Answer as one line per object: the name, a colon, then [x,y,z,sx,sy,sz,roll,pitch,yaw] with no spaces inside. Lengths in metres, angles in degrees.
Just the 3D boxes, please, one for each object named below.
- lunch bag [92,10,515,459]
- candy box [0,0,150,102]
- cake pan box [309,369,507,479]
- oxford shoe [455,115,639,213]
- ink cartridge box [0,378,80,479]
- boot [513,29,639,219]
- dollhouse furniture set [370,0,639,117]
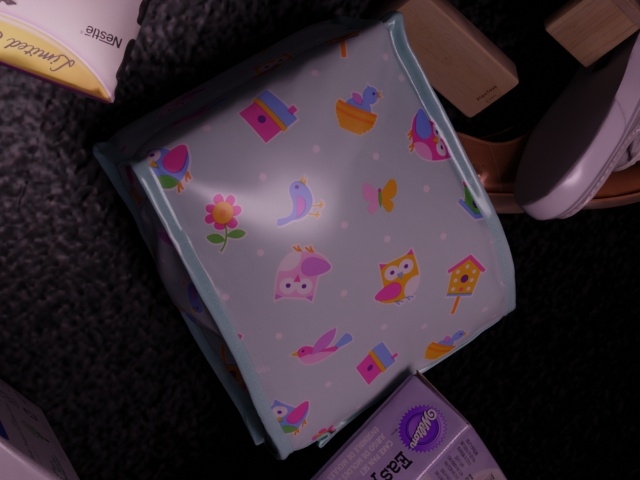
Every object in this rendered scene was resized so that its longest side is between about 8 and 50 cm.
lunch bag: [0.000,0.000,0.910,0.223,0.160,0.262,-32,110,-14]
candy box: [-0.170,-0.222,0.803,0.159,0.071,0.233,19,93,-28]
cake pan box: [0.038,0.246,0.991,0.246,0.070,0.267,-43,150,-7]
oxford shoe: [0.192,-0.062,1.031,0.212,0.076,0.076,-1,95,-25]
ink cartridge box: [-0.292,0.062,0.788,0.065,0.165,0.332,-46,118,-5]
boot: [0.250,-0.088,0.991,0.123,0.095,0.258,43,62,-18]
dollhouse furniture set: [0.139,-0.197,0.989,0.151,0.123,0.144,-36,123,29]
